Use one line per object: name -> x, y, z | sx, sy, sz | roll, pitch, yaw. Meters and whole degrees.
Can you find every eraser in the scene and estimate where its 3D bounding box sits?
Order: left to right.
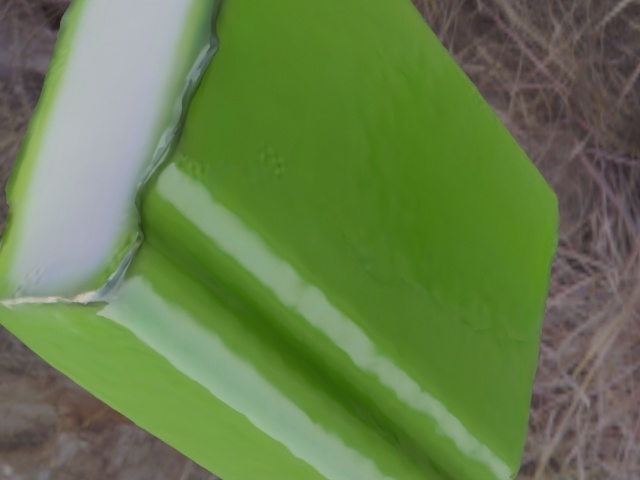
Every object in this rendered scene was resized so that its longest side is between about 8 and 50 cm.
eraser -> 0.000, 0.000, 0.511 | 0.092, 0.210, 0.274 | -5, 148, 34
